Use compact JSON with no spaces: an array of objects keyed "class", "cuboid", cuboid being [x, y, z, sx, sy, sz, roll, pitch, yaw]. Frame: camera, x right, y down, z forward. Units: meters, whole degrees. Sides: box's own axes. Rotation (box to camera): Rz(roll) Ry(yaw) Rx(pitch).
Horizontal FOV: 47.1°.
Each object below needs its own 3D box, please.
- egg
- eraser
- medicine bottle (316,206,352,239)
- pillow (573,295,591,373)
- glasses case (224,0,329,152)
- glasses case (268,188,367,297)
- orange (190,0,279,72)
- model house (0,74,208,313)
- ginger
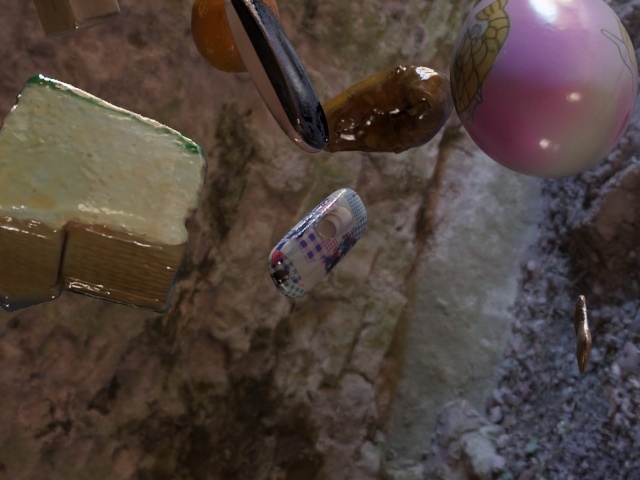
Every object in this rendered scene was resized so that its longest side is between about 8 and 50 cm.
[{"class":"egg","cuboid":[0.238,-0.173,0.782,0.271,0.196,0.196,-106,34,-61]},{"class":"eraser","cuboid":[-0.405,-0.479,1.072,0.144,0.078,0.343,9,120,50]},{"class":"medicine bottle","cuboid":[0.028,-0.034,1.499,0.089,0.052,0.052,-38,-27,-63]},{"class":"pillow","cuboid":[0.720,0.256,2.023,0.211,0.034,0.135,-72,-22,-51]},{"class":"glasses case","cuboid":[-0.074,-0.288,1.235,0.075,0.314,0.122,-30,-11,21]},{"class":"glasses case","cuboid":[0.000,0.000,1.671,0.076,0.125,0.327,-4,31,44]},{"class":"orange","cuboid":[-0.189,-0.482,1.636,0.219,0.193,0.219,45,-143,-49]},{"class":"model house","cuboid":[-0.436,-0.040,1.390,0.342,0.382,0.334,121,162,-52]},{"class":"ginger","cuboid":[0.128,-0.252,1.466,0.321,0.165,0.172,-14,8,36]}]
